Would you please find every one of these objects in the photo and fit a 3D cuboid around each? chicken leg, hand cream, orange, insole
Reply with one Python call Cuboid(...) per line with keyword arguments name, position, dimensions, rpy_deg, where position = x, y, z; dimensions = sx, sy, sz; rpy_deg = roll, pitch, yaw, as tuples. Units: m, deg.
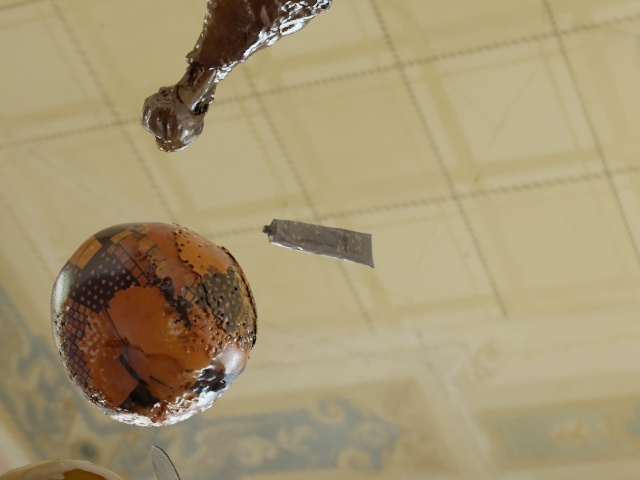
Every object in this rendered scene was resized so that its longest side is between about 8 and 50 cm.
Cuboid(name="chicken leg", position=(-0.077, -0.188, 1.412), dimensions=(0.107, 0.087, 0.251), rpy_deg=(37, -88, -32))
Cuboid(name="hand cream", position=(0.000, 0.000, 1.226), dimensions=(0.093, 0.030, 0.019), rpy_deg=(10, -30, -17))
Cuboid(name="orange", position=(-0.184, 0.088, 1.737), dimensions=(0.234, 0.182, 0.234), rpy_deg=(11, -63, 22))
Cuboid(name="insole", position=(-0.172, 0.300, 1.845), dimensions=(0.053, 0.002, 0.152), rpy_deg=(22, -46, 38))

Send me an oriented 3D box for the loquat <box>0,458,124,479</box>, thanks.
Cuboid(name="loquat", position=(-0.284, 0.346, 1.683), dimensions=(0.235, 0.235, 0.235), rpy_deg=(11, -49, 13))
